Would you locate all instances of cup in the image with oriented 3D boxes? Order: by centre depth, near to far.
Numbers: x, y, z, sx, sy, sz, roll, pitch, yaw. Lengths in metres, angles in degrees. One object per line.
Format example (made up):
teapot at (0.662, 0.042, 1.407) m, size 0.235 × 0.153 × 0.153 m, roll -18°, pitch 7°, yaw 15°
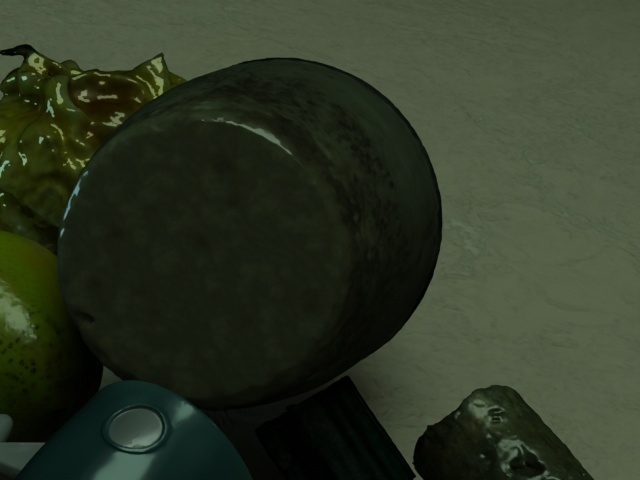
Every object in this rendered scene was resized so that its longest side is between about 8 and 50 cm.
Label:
cup at (-0.151, 0.209, 1.034) m, size 0.300 × 0.167 × 0.173 m, roll 23°, pitch 39°, yaw 23°

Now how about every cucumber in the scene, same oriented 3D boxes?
cucumber at (0.021, 0.167, 1.239) m, size 0.115 × 0.062 × 0.116 m, roll 57°, pitch 33°, yaw -4°

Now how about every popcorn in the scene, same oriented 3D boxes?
popcorn at (-0.227, -0.091, 1.501) m, size 0.249 × 0.225 × 0.249 m, roll -13°, pitch 3°, yaw 1°

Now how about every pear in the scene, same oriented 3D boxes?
pear at (-0.261, 0.082, 1.215) m, size 0.220 × 0.187 × 0.187 m, roll 18°, pitch 25°, yaw 36°

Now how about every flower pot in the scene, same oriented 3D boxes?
flower pot at (-0.056, 0.001, 1.227) m, size 0.293 × 0.293 × 0.330 m, roll 14°, pitch 9°, yaw 6°

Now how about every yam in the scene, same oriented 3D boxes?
yam at (0.167, 0.212, 1.192) m, size 0.107 × 0.107 × 0.194 m, roll -8°, pitch 41°, yaw -33°
